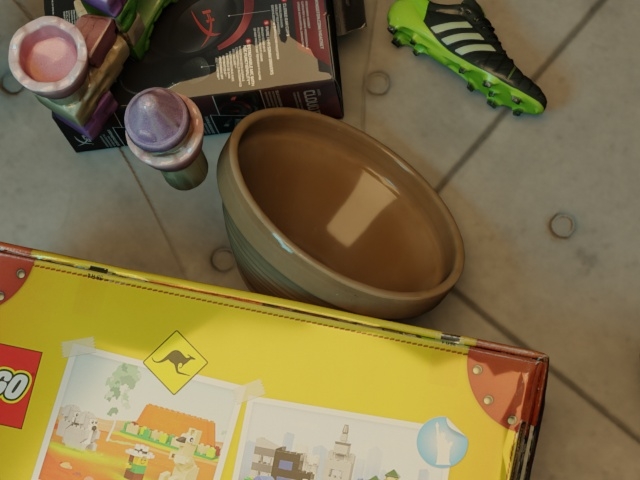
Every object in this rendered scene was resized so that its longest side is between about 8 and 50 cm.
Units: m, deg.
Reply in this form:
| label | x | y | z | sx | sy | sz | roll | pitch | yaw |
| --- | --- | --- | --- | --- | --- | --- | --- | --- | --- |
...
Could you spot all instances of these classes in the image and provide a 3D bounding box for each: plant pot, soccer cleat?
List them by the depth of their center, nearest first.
| label | x | y | z | sx | sy | sz | roll | pitch | yaw |
| --- | --- | --- | --- | --- | --- | --- | --- | --- | --- |
| plant pot | 0.000 | 0.000 | 1.634 | 0.237 | 0.237 | 0.110 | 45 | 123 | 15 |
| soccer cleat | 0.144 | -0.182 | 1.727 | 0.179 | 0.060 | 0.072 | 35 | 78 | 16 |

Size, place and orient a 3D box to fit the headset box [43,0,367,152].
| label | x | y | z | sx | sy | sz | roll | pitch | yaw |
| --- | --- | --- | --- | --- | --- | --- | --- | --- | --- |
| headset box | -0.105 | -0.215 | 1.732 | 0.293 | 0.110 | 0.218 | -8 | 74 | 3 |

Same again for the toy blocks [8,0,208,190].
| label | x | y | z | sx | sy | sz | roll | pitch | yaw |
| --- | --- | --- | --- | --- | --- | --- | --- | --- | --- |
| toy blocks | -0.182 | -0.240 | 1.552 | 0.309 | 0.260 | 0.289 | 28 | 80 | 11 |

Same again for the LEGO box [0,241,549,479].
| label | x | y | z | sx | sy | sz | roll | pitch | yaw |
| --- | --- | --- | --- | --- | --- | --- | --- | --- | --- |
| LEGO box | -0.089 | 0.240 | 1.556 | 0.500 | 0.193 | 0.373 | 12 | 75 | 9 |
